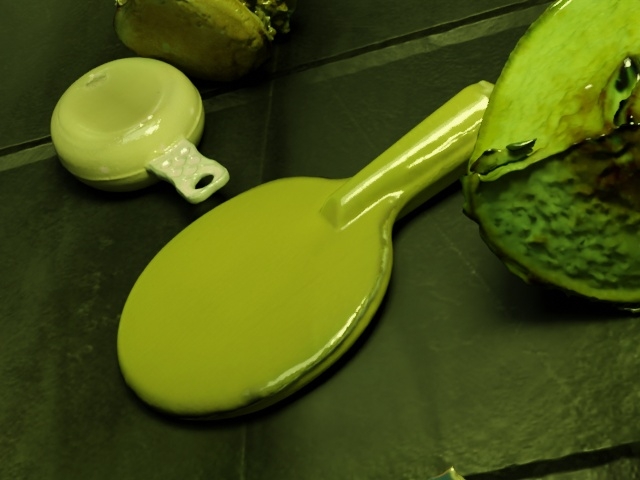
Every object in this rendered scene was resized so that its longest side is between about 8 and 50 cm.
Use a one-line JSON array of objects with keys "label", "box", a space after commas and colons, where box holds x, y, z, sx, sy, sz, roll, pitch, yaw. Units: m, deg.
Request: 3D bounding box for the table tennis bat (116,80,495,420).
[{"label": "table tennis bat", "box": [0.000, 0.000, 1.148, 0.368, 0.054, 0.224, -38, 40, -6]}]

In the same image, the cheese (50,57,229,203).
[{"label": "cheese", "box": [-0.150, -0.088, 1.308, 0.137, 0.064, 0.227, -40, 43, -12]}]

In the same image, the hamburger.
[{"label": "hamburger", "box": [-0.101, -0.224, 1.366, 0.185, 0.159, 0.131, -36, 30, 59]}]

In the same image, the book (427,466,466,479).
[{"label": "book", "box": [-0.052, 0.338, 0.695, 0.428, 0.039, 0.300, -35, 51, 15]}]

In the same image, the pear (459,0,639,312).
[{"label": "pear", "box": [0.232, -0.092, 1.040, 0.238, 0.164, 0.255, -20, 34, 24]}]
